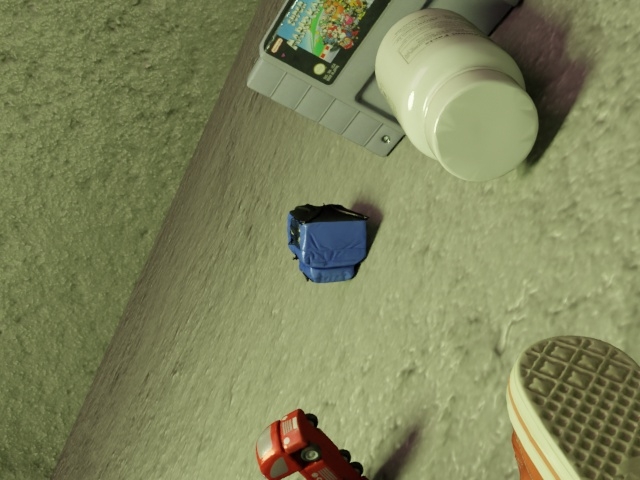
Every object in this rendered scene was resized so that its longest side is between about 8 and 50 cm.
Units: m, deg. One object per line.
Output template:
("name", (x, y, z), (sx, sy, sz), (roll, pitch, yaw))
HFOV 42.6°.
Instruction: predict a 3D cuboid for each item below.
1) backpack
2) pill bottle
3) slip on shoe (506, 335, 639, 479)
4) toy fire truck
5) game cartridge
("backpack", (0.000, 0.000, 1.117), (0.120, 0.098, 0.101), (-137, 51, -68))
("pill bottle", (0.140, -0.154, 0.860), (0.131, 0.131, 0.229), (-59, 20, 22))
("slip on shoe", (0.181, 0.192, 0.430), (0.331, 0.123, 0.101), (-106, 10, -54))
("toy fire truck", (-0.022, 0.260, 0.823), (0.135, 0.192, 0.047), (-31, 32, 13))
("game cartridge", (0.078, -0.271, 1.009), (0.355, 0.230, 0.068), (-50, 26, 42))
